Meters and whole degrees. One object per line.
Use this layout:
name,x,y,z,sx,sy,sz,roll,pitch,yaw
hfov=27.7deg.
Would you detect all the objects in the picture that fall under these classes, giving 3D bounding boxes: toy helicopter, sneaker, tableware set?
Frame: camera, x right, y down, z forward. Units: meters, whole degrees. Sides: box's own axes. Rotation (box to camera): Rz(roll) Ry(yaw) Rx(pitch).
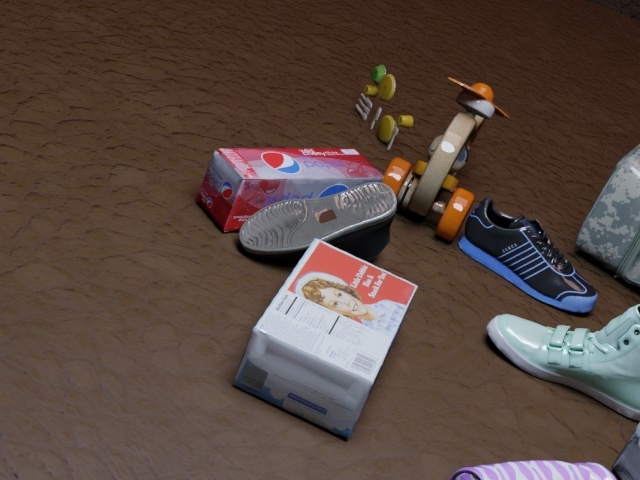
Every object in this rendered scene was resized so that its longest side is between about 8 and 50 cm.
toy helicopter,0.221,-0.170,2.068,0.140,0.235,0.355,26,28,7
sneaker,0.323,0.022,1.963,0.232,0.090,0.081,29,28,13
tableware set,0.115,-0.233,2.240,0.024,0.104,0.154,6,33,-31
sneaker,0.363,0.125,1.749,0.255,0.151,0.094,24,30,6
sneaker,0.000,0.000,1.797,0.222,0.118,0.083,-13,57,-7

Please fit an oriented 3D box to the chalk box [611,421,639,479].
chalk box,0.479,0.300,1.551,0.132,0.132,0.213,4,34,-31

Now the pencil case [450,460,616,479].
pencil case,0.236,0.288,1.437,0.206,0.086,0.088,1,0,-32

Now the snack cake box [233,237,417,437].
snack cake box,0.012,0.112,1.582,0.152,0.089,0.264,24,28,6

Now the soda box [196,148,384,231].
soda box,-0.041,-0.075,1.863,0.263,0.092,0.083,-2,37,-39

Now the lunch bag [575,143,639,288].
lunch bag,0.599,-0.028,2.122,0.256,0.213,0.305,33,30,20
